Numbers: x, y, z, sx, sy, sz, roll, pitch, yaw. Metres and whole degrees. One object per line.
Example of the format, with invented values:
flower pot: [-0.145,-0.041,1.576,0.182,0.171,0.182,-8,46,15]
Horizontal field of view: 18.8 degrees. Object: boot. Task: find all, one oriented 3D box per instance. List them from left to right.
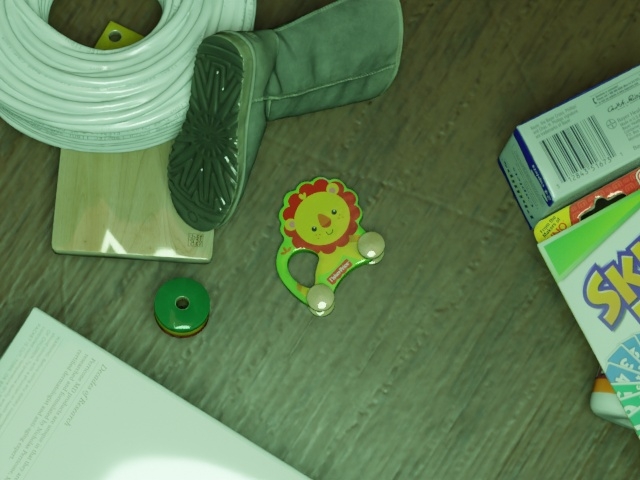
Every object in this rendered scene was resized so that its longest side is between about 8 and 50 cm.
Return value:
boot: [-0.025,-0.112,1.604,0.076,0.208,0.189,32,121,23]

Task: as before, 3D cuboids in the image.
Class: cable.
cable: [-0.182,-0.198,1.612,0.257,0.089,0.257,-11,71,-7]

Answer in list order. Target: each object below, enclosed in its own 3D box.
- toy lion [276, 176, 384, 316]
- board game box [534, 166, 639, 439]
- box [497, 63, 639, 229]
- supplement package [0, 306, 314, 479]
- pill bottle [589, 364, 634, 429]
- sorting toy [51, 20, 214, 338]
toy lion: [0.000,0.000,1.649,0.096,0.034,0.100,42,82,10]
board game box: [0.275,0.067,1.535,0.124,0.039,0.259,-29,68,8]
box: [0.222,-0.078,1.615,0.126,0.137,0.072,-27,82,-7]
supplement package: [-0.144,0.208,1.536,0.293,0.177,0.175,31,81,2]
pill bottle: [0.308,0.052,1.610,0.121,0.121,0.221,16,81,-1]
sorting toy: [-0.152,-0.051,1.629,0.132,0.046,0.274,4,69,-3]
